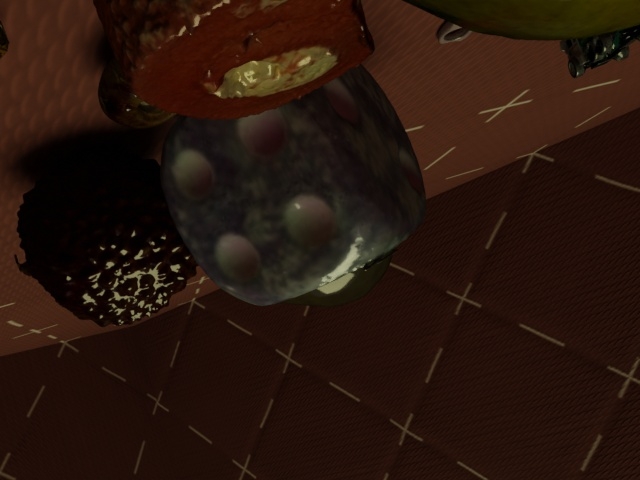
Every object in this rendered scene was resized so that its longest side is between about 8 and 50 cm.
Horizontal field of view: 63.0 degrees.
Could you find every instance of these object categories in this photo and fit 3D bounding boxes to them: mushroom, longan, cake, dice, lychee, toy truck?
[{"bbox_3d":[-0.164,-0.188,0.573,0.171,0.080,0.135,-23,-174,6],"label":"mushroom"},{"bbox_3d":[0.000,0.000,1.299,0.405,0.336,0.404,-24,142,-20],"label":"longan"},{"bbox_3d":[-0.064,-0.198,0.416,0.177,0.150,0.283,-20,-177,13],"label":"cake"},{"bbox_3d":[-0.029,-0.086,0.729,0.270,0.271,0.270,-25,-175,30],"label":"dice"},{"bbox_3d":[-0.319,-0.002,0.791,0.300,0.264,0.264,-19,172,9],"label":"lychee"},{"bbox_3d":[0.479,-0.363,0.870,0.110,0.116,0.216,-20,180,9],"label":"toy truck"}]

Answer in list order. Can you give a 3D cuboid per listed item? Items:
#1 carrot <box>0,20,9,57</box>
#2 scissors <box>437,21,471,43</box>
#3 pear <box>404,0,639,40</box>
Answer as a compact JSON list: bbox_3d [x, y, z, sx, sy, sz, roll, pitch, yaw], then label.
[{"bbox_3d":[-0.381,-0.139,0.440,0.229,0.068,0.069,-20,172,1],"label":"carrot"},{"bbox_3d":[0.196,-0.326,0.728,0.110,0.021,0.212,-21,173,27],"label":"scissors"},{"bbox_3d":[0.165,-0.253,0.319,0.322,0.268,0.269,-10,174,10],"label":"pear"}]
